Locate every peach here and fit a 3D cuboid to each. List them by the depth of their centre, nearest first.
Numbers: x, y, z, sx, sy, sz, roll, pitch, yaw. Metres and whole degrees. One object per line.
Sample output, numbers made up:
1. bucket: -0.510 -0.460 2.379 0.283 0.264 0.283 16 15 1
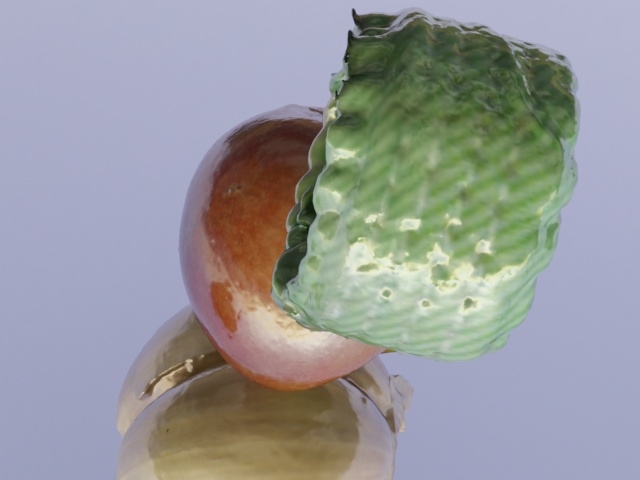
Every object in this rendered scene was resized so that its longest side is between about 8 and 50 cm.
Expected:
1. peach: 0.000 0.000 0.940 0.253 0.252 0.252 -3 -129 4

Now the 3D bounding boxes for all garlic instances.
1. garlic: -0.072 0.178 1.105 0.313 0.249 0.286 4 -124 9

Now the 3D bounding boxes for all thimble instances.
1. thimble: 0.063 -0.032 0.697 0.150 0.219 0.219 16 -127 -3
